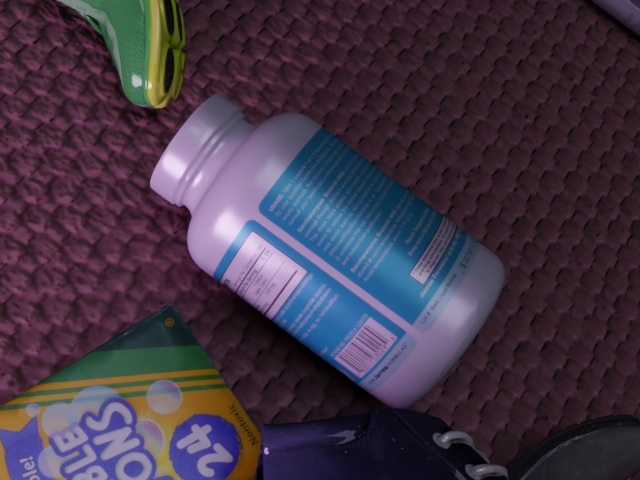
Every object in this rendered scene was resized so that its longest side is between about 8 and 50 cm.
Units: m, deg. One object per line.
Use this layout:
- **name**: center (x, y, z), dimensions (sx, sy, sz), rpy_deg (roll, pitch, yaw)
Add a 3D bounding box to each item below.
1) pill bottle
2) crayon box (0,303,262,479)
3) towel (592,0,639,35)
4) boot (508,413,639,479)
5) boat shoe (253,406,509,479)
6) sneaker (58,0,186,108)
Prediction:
- **pill bottle**: center (0.000, 0.000, 0.734), dimensions (0.264, 0.146, 0.146), rpy_deg (37, 62, 0)
- **crayon box**: center (-0.180, 0.213, 0.625), dimensions (0.322, 0.083, 0.203), rpy_deg (-32, 80, -25)
- **towel**: center (0.339, -0.409, 1.045), dimensions (0.374, 0.090, 0.321), rpy_deg (36, 62, 0)
- **boot**: center (0.180, 0.241, 0.690), dimensions (0.246, 0.084, 0.161), rpy_deg (-24, 44, -17)
- **boat shoe**: center (0.110, 0.182, 0.591), dimensions (0.340, 0.127, 0.158), rpy_deg (-1, 62, -5)
- **sneaker**: center (-0.199, -0.235, 0.810), dimensions (0.123, 0.109, 0.296), rpy_deg (-24, 77, -1)
